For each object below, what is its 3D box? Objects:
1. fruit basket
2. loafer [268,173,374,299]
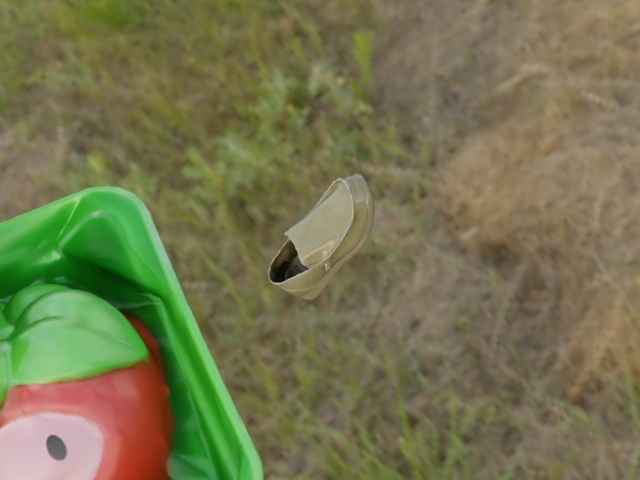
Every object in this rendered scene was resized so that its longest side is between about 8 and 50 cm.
[{"bbox_3d":[-0.241,0.088,0.961,0.392,0.392,0.283,-32,52,5],"label":"fruit basket"},{"bbox_3d":[0.000,0.000,1.653,0.056,0.050,0.148,58,134,35],"label":"loafer"}]
